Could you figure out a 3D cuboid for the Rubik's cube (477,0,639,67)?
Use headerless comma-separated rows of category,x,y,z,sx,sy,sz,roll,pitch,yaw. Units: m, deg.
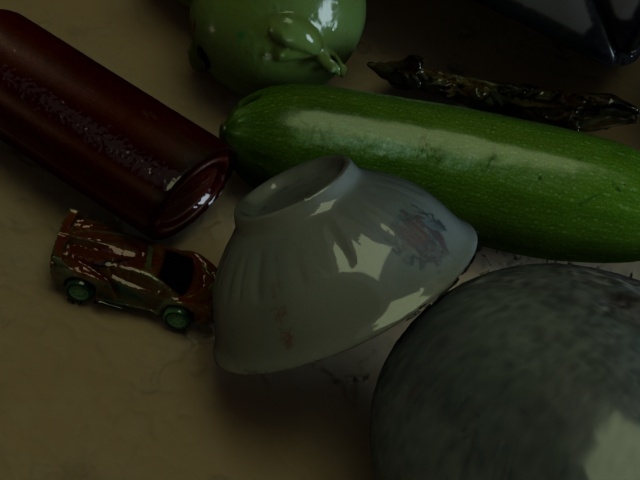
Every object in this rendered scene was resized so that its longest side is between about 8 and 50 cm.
Rubik's cube,0.185,-0.357,1.386,0.310,0.305,0.307,26,27,5

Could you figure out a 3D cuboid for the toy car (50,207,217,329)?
toy car,-0.119,0.021,1.213,0.122,0.035,0.059,15,46,-2

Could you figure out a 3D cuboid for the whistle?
whistle,-0.078,-0.197,1.366,0.141,0.141,0.294,-29,46,-33

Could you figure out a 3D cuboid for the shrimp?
shrimp,0.123,-0.109,1.319,0.195,0.035,0.148,13,1,32

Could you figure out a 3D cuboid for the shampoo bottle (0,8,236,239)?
shampoo bottle,-0.189,-0.098,1.258,0.260,0.064,0.102,33,38,17

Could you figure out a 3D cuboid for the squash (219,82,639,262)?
squash,0.114,-0.045,1.298,0.379,0.101,0.101,10,50,-4

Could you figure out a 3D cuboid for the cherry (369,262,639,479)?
cherry,0.162,0.138,1.090,0.255,0.218,0.296,-33,54,-31

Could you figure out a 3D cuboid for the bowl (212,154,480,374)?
bowl,0.000,0.000,1.160,0.189,0.189,0.086,-41,114,-37
